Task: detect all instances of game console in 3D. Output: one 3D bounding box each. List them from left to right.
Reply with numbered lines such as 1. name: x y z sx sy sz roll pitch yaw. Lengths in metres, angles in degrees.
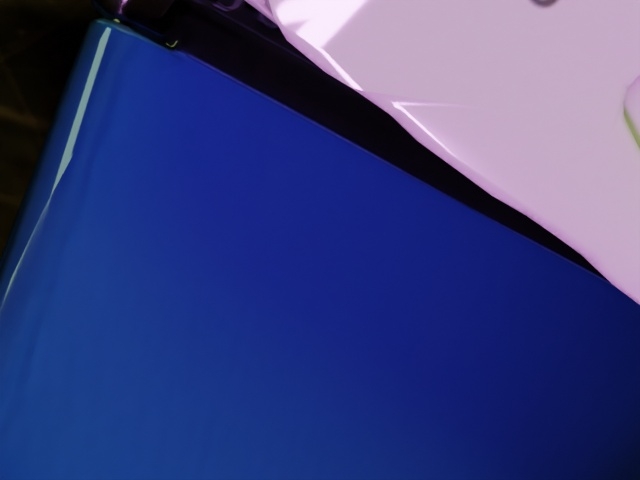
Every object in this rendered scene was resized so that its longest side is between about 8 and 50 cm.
1. game console: 0.000 0.000 0.612 0.293 0.173 0.250 27 17 -34

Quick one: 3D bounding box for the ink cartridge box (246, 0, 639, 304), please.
1. ink cartridge box: 0.106 -0.130 0.567 0.285 0.166 0.395 33 18 -23
